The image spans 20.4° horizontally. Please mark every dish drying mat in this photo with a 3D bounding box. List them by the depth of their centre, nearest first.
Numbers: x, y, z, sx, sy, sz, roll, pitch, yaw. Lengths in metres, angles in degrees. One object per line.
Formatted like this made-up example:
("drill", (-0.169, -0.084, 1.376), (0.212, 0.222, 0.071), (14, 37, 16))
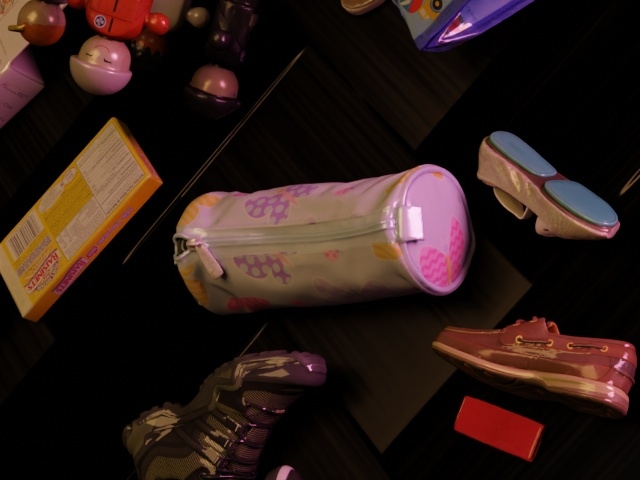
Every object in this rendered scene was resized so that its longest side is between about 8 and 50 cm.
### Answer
("dish drying mat", (0.146, 0.153, 1.452), (0.083, 0.008, 0.032), (19, 83, 42))

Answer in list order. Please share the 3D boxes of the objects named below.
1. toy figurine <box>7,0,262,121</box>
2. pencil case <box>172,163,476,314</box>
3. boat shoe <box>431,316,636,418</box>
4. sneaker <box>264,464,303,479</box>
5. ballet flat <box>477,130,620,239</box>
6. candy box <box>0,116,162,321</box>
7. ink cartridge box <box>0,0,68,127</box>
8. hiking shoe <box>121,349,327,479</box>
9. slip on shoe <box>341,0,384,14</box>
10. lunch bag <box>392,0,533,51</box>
("toy figurine", (-0.181, -0.218, 1.759), (0.209, 0.213, 0.148), (30, 106, 46))
("pencil case", (0.000, 0.000, 1.564), (0.273, 0.124, 0.114), (-5, 67, 37))
("boat shoe", (0.173, 0.093, 1.424), (0.178, 0.064, 0.060), (12, 73, 36))
("sneaker", (0.021, 0.285, 1.465), (0.097, 0.084, 0.235), (-21, 56, 3))
("ballet flat", (0.188, -0.033, 1.483), (0.168, 0.057, 0.052), (47, 130, 46))
("candy box", (-0.255, -0.022, 1.849), (0.206, 0.027, 0.105), (-46, 51, 14))
("ink cartridge box", (-0.380, -0.280, 2.044), (0.261, 0.066, 0.296), (-41, 50, 17))
("hiking shoe", (-0.073, 0.178, 1.584), (0.227, 0.086, 0.114), (-32, 66, 31))
("slip on shoe", (0.066, -0.271, 1.690), (0.135, 0.041, 0.051), (-37, 51, 21))
("lunch bag", (0.148, -0.319, 1.578), (0.293, 0.138, 0.221), (-38, 60, 27))
